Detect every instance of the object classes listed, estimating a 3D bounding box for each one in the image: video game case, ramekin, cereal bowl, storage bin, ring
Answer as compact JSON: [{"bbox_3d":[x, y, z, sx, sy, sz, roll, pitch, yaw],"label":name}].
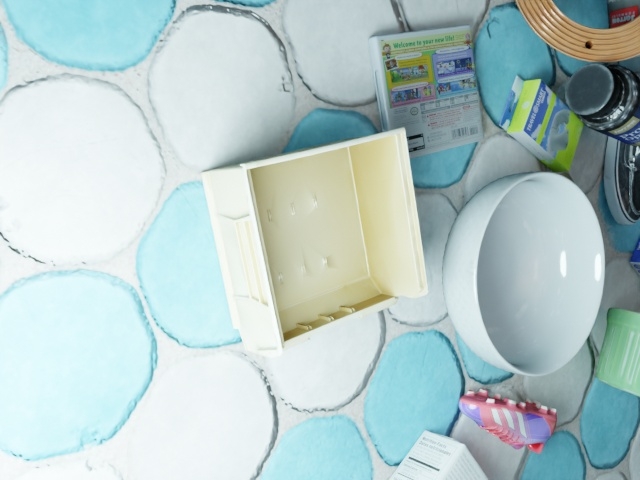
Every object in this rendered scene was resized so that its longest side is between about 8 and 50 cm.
[{"bbox_3d":[0.175,-0.238,1.186,0.212,0.023,0.193,-17,103,-34],"label":"video game case"},{"bbox_3d":[0.693,0.250,1.442,0.303,0.303,0.148,21,88,-36],"label":"ramekin"},{"bbox_3d":[0.323,0.051,1.243,0.339,0.141,0.339,-3,96,-37],"label":"cereal bowl"},{"bbox_3d":[0.000,0.000,1.010,0.262,0.123,0.260,-18,103,-35],"label":"storage bin"},{"bbox_3d":[0.496,-0.483,1.314,0.336,0.032,0.336,0,93,-3],"label":"ring"}]

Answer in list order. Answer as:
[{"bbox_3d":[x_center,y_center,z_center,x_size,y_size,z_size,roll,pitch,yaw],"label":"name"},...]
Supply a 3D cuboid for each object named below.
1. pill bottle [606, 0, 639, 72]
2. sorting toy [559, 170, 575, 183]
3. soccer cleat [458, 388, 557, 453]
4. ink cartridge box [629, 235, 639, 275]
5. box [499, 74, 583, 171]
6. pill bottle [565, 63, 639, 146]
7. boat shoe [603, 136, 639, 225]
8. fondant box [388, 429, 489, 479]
[{"bbox_3d":[0.639,-0.473,1.430,0.161,0.161,0.283,-15,102,-35],"label":"pill bottle"},{"bbox_3d":[0.439,-0.105,1.380,0.062,0.012,0.083,-33,119,13],"label":"sorting toy"},{"bbox_3d":[0.333,0.324,1.310,0.248,0.083,0.095,17,87,-39],"label":"soccer cleat"},{"bbox_3d":[0.757,0.066,1.626,0.207,0.046,0.097,42,68,-31],"label":"ink cartridge box"},{"bbox_3d":[0.407,-0.212,1.349,0.178,0.042,0.109,30,75,-35],"label":"box"},{"bbox_3d":[0.551,-0.253,1.368,0.219,0.123,0.123,8,88,-41],"label":"pill bottle"},{"bbox_3d":[0.649,-0.180,1.493,0.108,0.102,0.301,5,90,-37],"label":"boat shoe"},{"bbox_3d":[0.161,0.513,1.183,0.330,0.096,0.238,-47,118,-24],"label":"fondant box"}]
